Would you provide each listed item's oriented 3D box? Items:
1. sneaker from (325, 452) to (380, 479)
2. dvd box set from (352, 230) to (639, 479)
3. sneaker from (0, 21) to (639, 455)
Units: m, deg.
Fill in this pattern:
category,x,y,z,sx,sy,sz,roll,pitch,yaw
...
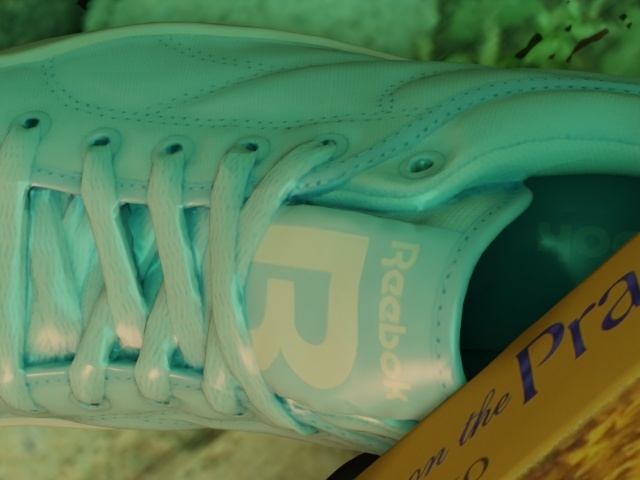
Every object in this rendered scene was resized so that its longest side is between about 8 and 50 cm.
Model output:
category,x,y,z,sx,sy,sz,roll,pitch,yaw
sneaker,0.099,0.126,0.496,0.223,0.098,0.083,20,97,2
dvd box set,0.101,0.178,0.420,0.307,0.062,0.420,43,109,-14
sneaker,0.000,0.000,0.465,0.366,0.150,0.135,-3,95,4
